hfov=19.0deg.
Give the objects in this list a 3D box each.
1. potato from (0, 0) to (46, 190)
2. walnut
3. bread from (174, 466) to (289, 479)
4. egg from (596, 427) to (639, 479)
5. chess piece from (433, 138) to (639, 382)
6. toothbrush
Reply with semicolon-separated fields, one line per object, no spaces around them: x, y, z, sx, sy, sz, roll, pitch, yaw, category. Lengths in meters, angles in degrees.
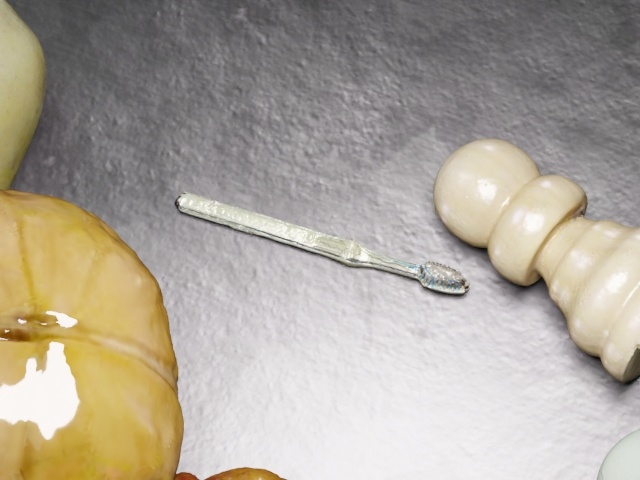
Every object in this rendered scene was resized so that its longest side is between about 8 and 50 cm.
-0.392;-0.099;1.745;0.243;0.221;0.326;26;78;-4;potato
-0.277;0.139;1.529;0.308;0.398;0.354;20;65;-23;walnut
-0.098;0.307;1.632;0.246;0.135;0.232;-33;62;-5;bread
0.361;0.243;1.623;0.264;0.183;0.183;21;72;17;egg
0.218;0.004;1.751;0.261;0.143;0.143;37;75;21;chess piece
0.000;0.002;1.804;0.294;0.028;0.026;15;70;12;toothbrush
